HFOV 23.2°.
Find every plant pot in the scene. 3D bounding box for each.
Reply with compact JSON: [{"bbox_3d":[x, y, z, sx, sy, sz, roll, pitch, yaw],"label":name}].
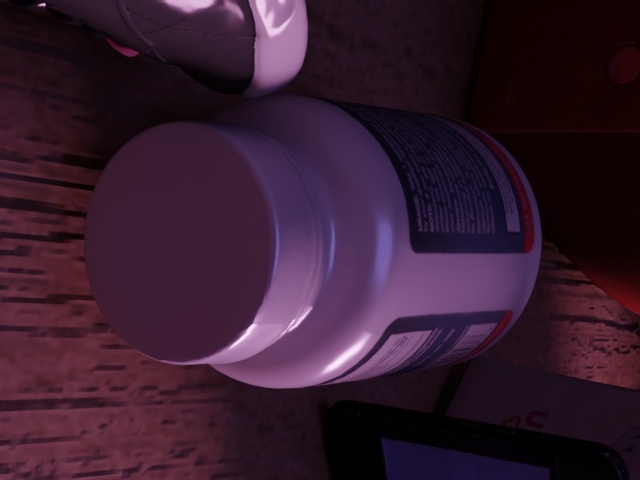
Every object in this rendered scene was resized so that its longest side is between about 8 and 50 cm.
[{"bbox_3d":[0.231,-0.108,0.818,0.236,0.267,0.267,22,77,-44],"label":"plant pot"}]

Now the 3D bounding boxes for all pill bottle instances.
[{"bbox_3d":[0.000,0.000,0.586,0.180,0.108,0.108,1,95,-58],"label":"pill bottle"}]

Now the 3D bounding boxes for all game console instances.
[{"bbox_3d":[0.054,0.148,0.666,0.085,0.144,0.124,-42,130,-49],"label":"game console"}]

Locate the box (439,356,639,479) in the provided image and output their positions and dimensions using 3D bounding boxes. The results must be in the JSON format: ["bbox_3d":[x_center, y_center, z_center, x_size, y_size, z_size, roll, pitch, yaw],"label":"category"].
[{"bbox_3d":[0.192,0.194,0.815,0.127,0.231,0.262,-61,143,-27],"label":"box"}]

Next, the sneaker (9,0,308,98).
[{"bbox_3d":[-0.095,-0.093,0.421,0.104,0.147,0.296,61,0,19],"label":"sneaker"}]
